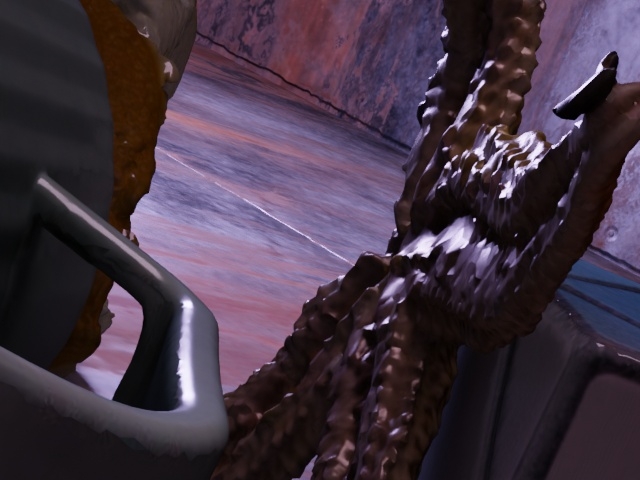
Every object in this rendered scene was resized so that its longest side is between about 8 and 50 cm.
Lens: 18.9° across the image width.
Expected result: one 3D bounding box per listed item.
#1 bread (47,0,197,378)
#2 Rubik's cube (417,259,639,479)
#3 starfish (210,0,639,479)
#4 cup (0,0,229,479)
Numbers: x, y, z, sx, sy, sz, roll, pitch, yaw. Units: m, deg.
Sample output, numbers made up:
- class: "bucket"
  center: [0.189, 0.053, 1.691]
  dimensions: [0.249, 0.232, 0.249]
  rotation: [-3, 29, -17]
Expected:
- class: "bread"
  center: [-0.196, -0.085, 1.085]
  dimensions: [0.250, 0.279, 0.225]
  rotation: [23, -5, -13]
- class: "Rubik's cube"
  center: [0.127, 0.137, 0.763]
  dimensions: [0.205, 0.207, 0.205]
  rotation: [21, 10, -10]
- class: "starfish"
  center: [0.008, 0.008, 0.730]
  dimensions: [0.132, 0.398, 0.384]
  rotation: [37, 11, -14]
- class: "cup"
  center: [-0.224, -0.001, 0.533]
  dimensions: [0.401, 0.310, 0.392]
  rotation: [56, 12, 12]
